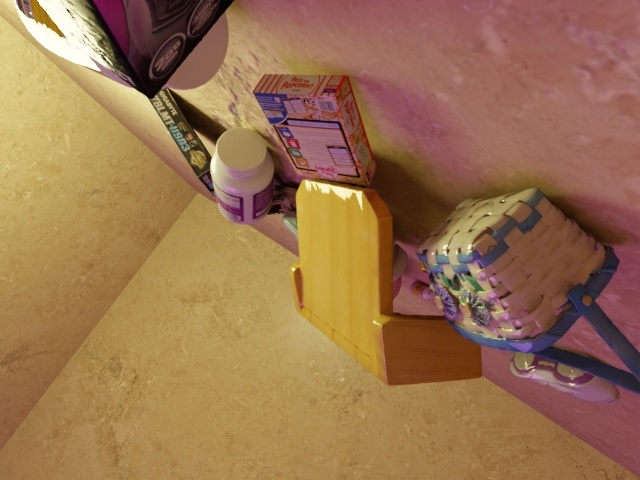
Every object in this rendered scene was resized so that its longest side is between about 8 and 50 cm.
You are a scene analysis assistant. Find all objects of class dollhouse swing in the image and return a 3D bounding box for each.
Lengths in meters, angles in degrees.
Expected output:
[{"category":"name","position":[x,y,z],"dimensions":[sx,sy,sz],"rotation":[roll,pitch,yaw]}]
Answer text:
[{"category":"dollhouse swing","position":[0.124,0.058,0.865],"dimensions":[0.315,0.305,0.347],"rotation":[6,-172,-29]}]

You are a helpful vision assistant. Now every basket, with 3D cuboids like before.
[{"category":"basket","position":[0.290,0.078,0.631],"dimensions":[0.289,0.201,0.255],"rotation":[45,171,-6]}]

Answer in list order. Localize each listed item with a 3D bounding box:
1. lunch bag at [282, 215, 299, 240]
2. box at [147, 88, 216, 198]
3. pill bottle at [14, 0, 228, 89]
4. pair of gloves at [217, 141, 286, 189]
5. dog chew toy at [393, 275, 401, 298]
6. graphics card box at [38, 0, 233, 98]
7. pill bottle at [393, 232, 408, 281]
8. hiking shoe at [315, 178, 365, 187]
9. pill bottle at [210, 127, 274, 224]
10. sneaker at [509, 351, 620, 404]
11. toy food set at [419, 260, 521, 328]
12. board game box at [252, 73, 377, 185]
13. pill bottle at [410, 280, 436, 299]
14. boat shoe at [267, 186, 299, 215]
[{"category":"lunch bag","position":[0.000,0.000,1.503],"dimensions":[0.279,0.108,0.224],"rotation":[43,174,18]},{"category":"box","position":[-0.402,-0.290,1.382],"dimensions":[0.295,0.073,0.293],"rotation":[56,172,6]},{"category":"pill bottle","position":[-0.297,-0.337,0.657],"dimensions":[0.334,0.188,0.188],"rotation":[30,170,31]},{"category":"pair of gloves","position":[-0.220,-0.228,1.441],"dimensions":[0.240,0.042,0.204],"rotation":[29,169,32]},{"category":"dog chew toy","position":[0.165,0.123,1.395],"dimensions":[0.206,0.207,0.332],"rotation":[31,178,25]},{"category":"graphics card box","position":[-0.086,-0.246,0.205],"dimensions":[0.094,0.233,0.371],"rotation":[35,171,-5]},{"category":"pill bottle","position":[0.089,-0.006,1.100],"dimensions":[0.272,0.152,0.152],"rotation":[39,171,-23]},{"category":"hiking shoe","position":[0.047,-0.116,0.887],"dimensions":[0.114,0.086,0.227],"rotation":[34,171,31]},{"category":"pill bottle","position":[-0.213,-0.174,1.214],"dimensions":[0.169,0.169,0.301],"rotation":[34,158,5]},{"category":"sneaker","position":[0.621,0.354,1.148],"dimensions":[0.152,0.114,0.305],"rotation":[38,171,-11]},{"category":"toy food set","position":[0.305,0.083,0.873],"dimensions":[0.104,0.111,0.232],"rotation":[26,-171,-26]},{"category":"board game box","position":[-0.003,-0.173,0.704],"dimensions":[0.146,0.045,0.193],"rotation":[13,153,28]},{"category":"pill bottle","position":[0.338,0.166,1.440],"dimensions":[0.083,0.043,0.043],"rotation":[24,166,50]},{"category":"boat shoe","position":[-0.107,-0.109,1.382],"dimensions":[0.104,0.089,0.285],"rotation":[30,167,-36]}]
